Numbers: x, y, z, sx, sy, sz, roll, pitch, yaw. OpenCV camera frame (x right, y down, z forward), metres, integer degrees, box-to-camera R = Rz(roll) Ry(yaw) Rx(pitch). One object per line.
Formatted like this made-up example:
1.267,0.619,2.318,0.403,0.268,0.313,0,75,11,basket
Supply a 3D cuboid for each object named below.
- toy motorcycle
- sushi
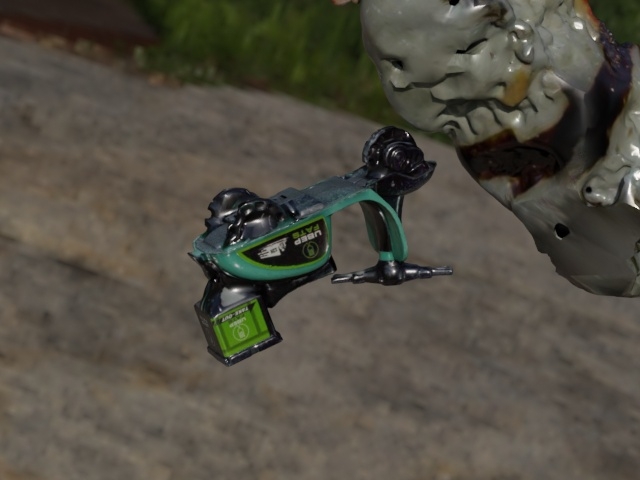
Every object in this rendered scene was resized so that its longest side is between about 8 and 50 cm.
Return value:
0.000,0.000,1.168,0.173,0.100,0.058,-24,20,-17,toy motorcycle
0.135,-0.087,1.176,0.332,0.124,0.130,49,44,-16,sushi
